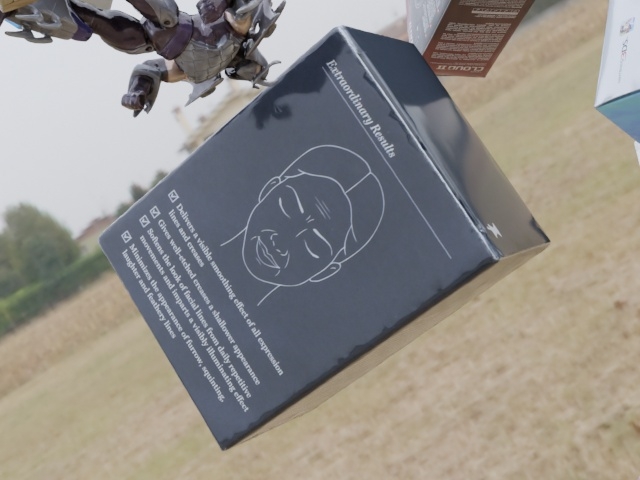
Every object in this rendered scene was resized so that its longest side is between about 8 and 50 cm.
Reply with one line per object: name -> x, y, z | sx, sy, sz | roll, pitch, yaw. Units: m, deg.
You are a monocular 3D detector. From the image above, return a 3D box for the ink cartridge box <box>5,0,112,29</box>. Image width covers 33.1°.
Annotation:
ink cartridge box -> -0.376, -0.333, 1.318 | 0.134, 0.231, 0.078 | -12, -52, -52

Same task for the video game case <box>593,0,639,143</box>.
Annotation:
video game case -> 0.371, -0.165, 1.007 | 0.061, 0.269, 0.244 | -20, 48, 48

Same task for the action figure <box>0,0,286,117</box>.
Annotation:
action figure -> -0.155, -0.195, 0.989 | 0.185, 0.285, 0.099 | -45, 42, 31

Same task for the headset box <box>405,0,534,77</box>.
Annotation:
headset box -> 0.187, -0.358, 1.370 | 0.110, 0.218, 0.293 | 2, -21, -10

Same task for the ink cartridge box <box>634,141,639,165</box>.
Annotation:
ink cartridge box -> 0.648, -0.109, 1.868 | 0.056, 0.225, 0.181 | 13, -31, -31

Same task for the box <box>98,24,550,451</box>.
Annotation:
box -> 0.000, 0.000, 1.221 | 0.395, 0.294, 0.212 | -37, -12, 24

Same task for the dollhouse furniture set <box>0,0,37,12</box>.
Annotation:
dollhouse furniture set -> -0.157, -0.257, 0.486 | 0.212, 0.242, 0.161 | -27, -16, -23

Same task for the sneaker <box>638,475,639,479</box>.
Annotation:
sneaker -> 0.608, 0.380, 1.762 | 0.161, 0.102, 0.282 | -62, -2, -20
